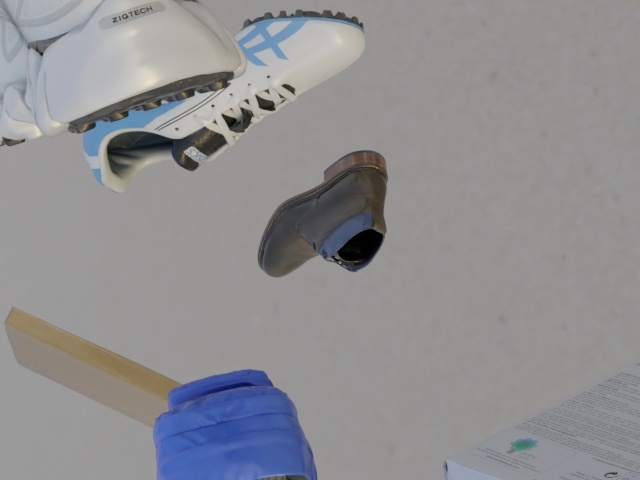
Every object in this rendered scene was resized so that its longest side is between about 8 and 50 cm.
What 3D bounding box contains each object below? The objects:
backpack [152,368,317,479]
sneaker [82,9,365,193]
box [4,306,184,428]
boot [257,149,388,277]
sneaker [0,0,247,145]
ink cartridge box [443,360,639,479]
[{"bbox_3d":[-0.055,0.128,1.022,0.120,0.098,0.101,78,174,-69],"label":"backpack"},{"bbox_3d":[-0.069,-0.101,1.278,0.085,0.237,0.086,30,-137,-58],"label":"sneaker"},{"bbox_3d":[-0.146,0.116,1.337,0.201,0.021,0.164,26,164,1],"label":"box"},{"bbox_3d":[0.000,0.000,1.960,0.219,0.082,0.106,-46,37,36],"label":"boot"},{"bbox_3d":[-0.115,-0.110,0.804,0.292,0.110,0.118,-1,109,70],"label":"sneaker"},{"bbox_3d":[0.382,0.269,1.982,0.270,0.395,0.151,13,121,52],"label":"ink cartridge box"}]
